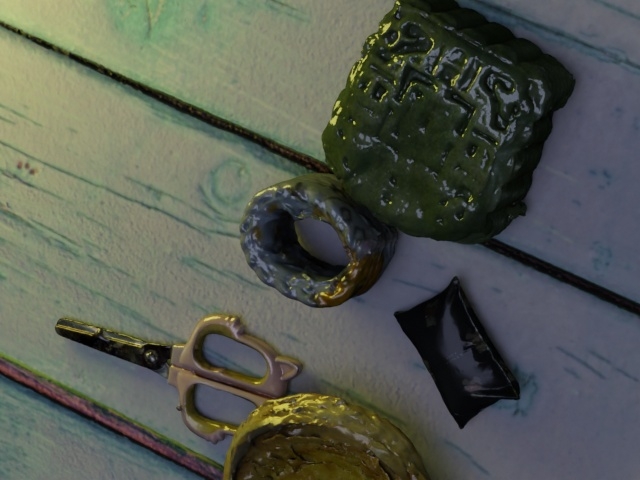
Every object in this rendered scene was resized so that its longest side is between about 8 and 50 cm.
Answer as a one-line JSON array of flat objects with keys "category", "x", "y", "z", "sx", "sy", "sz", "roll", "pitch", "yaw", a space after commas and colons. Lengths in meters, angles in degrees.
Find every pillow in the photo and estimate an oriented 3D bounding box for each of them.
[{"category": "pillow", "x": 0.150, "y": 0.123, "z": 1.840, "sx": 0.090, "sy": 0.048, "sz": 0.150, "roll": -32, "pitch": 84, "yaw": 15}]

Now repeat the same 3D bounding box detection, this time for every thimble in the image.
[{"category": "thimble", "x": -0.001, "y": -0.003, "z": 1.836, "sx": 0.151, "sy": 0.118, "sz": 0.127, "roll": 38, "pitch": 111, "yaw": 12}]

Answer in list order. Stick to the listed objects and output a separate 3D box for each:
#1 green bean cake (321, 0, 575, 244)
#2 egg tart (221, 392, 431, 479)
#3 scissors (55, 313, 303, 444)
[{"category": "green bean cake", "x": 0.131, "y": -0.120, "z": 1.763, "sx": 0.222, "sy": 0.125, "sz": 0.227, "roll": 31, "pitch": 115, "yaw": 14}, {"category": "egg tart", "x": 0.028, "y": 0.296, "z": 1.894, "sx": 0.290, "sy": 0.107, "sz": 0.291, "roll": 6, "pitch": 106, "yaw": 22}, {"category": "scissors", "x": -0.174, "y": 0.145, "z": 1.984, "sx": 0.317, "sy": 0.024, "sz": 0.160, "roll": 16, "pitch": 106, "yaw": 18}]
